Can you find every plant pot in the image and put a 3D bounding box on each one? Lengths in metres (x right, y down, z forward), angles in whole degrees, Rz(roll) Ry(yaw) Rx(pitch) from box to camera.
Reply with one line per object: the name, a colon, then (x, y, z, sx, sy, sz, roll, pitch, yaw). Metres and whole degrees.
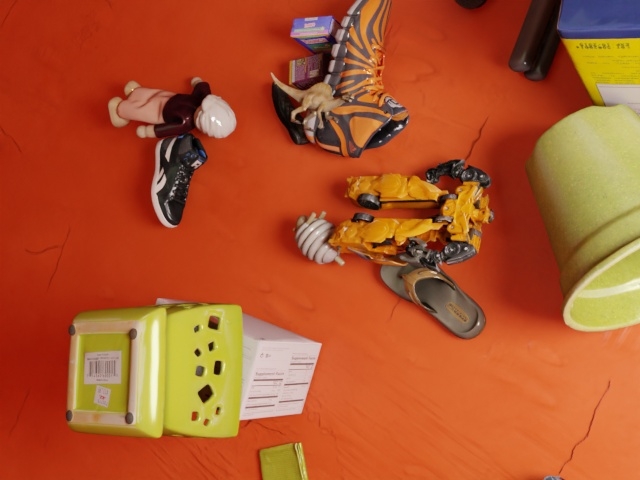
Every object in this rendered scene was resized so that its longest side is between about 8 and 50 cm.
plant pot: (0.426, -0.048, 0.971, 0.276, 0.276, 0.253, -32, 54, 22)
plant pot: (-0.280, 0.212, 1.112, 0.228, 0.207, 0.227, -6, 79, 31)

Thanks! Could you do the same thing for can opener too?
can opener: (0.391, -0.418, 1.177, 0.095, 0.076, 0.283, 24, 93, 65)

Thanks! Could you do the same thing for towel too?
towel: (-0.061, 0.506, 1.269, 0.102, 0.021, 0.237, -19, 70, 26)

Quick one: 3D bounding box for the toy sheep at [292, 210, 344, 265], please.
toy sheep: (0.000, 0.000, 1.302, 0.091, 0.091, 0.132, -49, 65, 14)

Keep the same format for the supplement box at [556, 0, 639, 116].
supplement box: (0.469, -0.302, 0.921, 0.194, 0.357, 0.195, 9, 84, 32)

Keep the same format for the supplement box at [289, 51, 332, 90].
supplement box: (-0.020, -0.351, 1.412, 0.083, 0.043, 0.054, -5, 77, 31)

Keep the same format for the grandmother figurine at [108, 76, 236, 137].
grandmother figurine: (-0.326, -0.297, 1.545, 0.342, 0.104, 0.207, 18, 69, 35)

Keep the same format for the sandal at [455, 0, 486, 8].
sandal: (0.329, -0.531, 1.205, 0.097, 0.054, 0.254, 47, 126, 3)

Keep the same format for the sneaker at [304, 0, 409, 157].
sneaker: (0.106, -0.306, 1.295, 0.180, 0.125, 0.321, 28, 105, 28)

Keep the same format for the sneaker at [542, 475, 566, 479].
sneaker: (0.285, 0.445, 1.045, 0.262, 0.104, 0.125, -30, 48, 18)

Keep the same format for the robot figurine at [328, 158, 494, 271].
robot figurine: (0.167, -0.042, 1.196, 0.291, 0.085, 0.211, 4, 66, 32)

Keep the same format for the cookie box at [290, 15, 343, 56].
cookie box: (0.007, -0.411, 1.371, 0.092, 0.107, 0.040, 7, 84, 32)

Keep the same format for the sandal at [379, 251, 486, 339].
sandal: (0.189, 0.092, 1.182, 0.219, 0.060, 0.090, 44, 103, 32)

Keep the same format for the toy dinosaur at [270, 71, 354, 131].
toy dinosaur: (-0.019, -0.259, 1.283, 0.183, 0.053, 0.092, 17, 85, 24)

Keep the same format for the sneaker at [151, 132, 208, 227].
sneaker: (-0.311, -0.144, 1.523, 0.121, 0.079, 0.216, -15, 72, 28)

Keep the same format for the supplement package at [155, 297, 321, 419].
supplement package: (-0.171, 0.219, 1.287, 0.262, 0.204, 0.145, 17, 91, 33)

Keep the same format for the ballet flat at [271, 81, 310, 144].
ballet flat: (-0.061, -0.268, 1.426, 0.049, 0.057, 0.173, -19, 65, -17)
